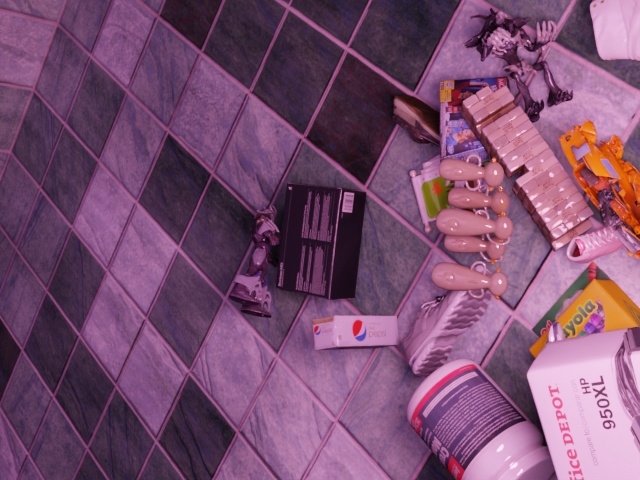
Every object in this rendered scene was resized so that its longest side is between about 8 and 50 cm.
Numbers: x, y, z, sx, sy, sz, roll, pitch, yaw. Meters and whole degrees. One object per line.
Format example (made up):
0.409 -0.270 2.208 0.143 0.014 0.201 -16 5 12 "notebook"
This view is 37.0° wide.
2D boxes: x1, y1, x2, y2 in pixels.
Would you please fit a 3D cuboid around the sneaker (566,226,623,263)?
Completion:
0.527 0.003 1.818 0.134 0.070 0.051 -37 63 34 "sneaker"

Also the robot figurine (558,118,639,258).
0.547 -0.078 1.721 0.085 0.211 0.291 -44 52 28 "robot figurine"

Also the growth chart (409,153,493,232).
0.292 -0.132 2.081 0.237 0.021 0.172 -36 65 36 "growth chart"

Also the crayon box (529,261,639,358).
0.535 0.217 1.789 0.202 0.081 0.318 -55 53 26 "crayon box"

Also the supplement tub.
0.318 0.387 1.903 0.272 0.191 0.191 48 118 34 "supplement tub"

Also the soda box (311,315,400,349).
0.080 0.204 2.120 0.073 0.216 0.069 -15 77 41 "soda box"

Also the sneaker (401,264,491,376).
0.256 0.155 2.038 0.281 0.105 0.115 -56 47 21 "sneaker"

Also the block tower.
0.401 -0.146 1.856 0.091 0.097 0.335 -32 80 1 "block tower"

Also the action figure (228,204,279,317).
-0.145 0.040 2.368 0.099 0.185 0.285 7 64 9 "action figure"

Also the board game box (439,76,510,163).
0.344 -0.241 1.976 0.194 0.060 0.194 -1 64 11 "board game box"

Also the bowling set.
0.330 -0.042 1.943 0.154 0.200 0.287 8 106 22 "bowling set"

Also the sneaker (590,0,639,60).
0.581 -0.479 1.777 0.169 0.108 0.293 7 93 40 "sneaker"

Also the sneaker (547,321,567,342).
0.466 0.213 1.771 0.058 0.052 0.135 -22 80 30 "sneaker"

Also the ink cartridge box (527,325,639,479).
0.578 0.293 1.582 0.394 0.166 0.286 -14 96 29 "ink cartridge box"

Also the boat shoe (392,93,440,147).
0.231 -0.248 2.110 0.223 0.080 0.073 48 135 43 "boat shoe"

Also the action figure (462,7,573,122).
0.397 -0.382 1.911 0.276 0.164 0.141 62 163 20 "action figure"

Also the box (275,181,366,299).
0.000 0.000 2.288 0.184 0.103 0.261 9 94 41 "box"
